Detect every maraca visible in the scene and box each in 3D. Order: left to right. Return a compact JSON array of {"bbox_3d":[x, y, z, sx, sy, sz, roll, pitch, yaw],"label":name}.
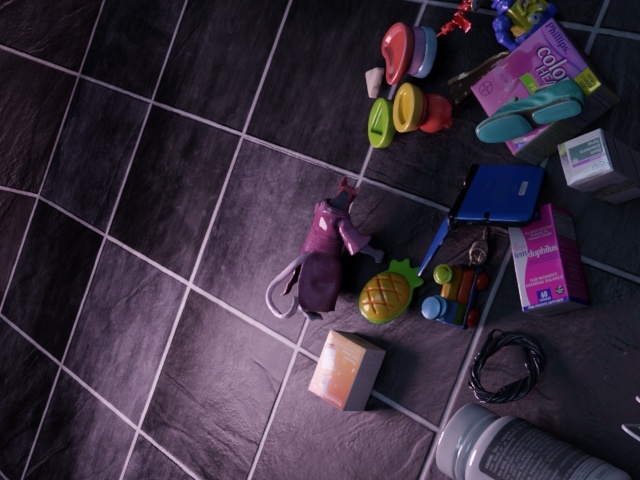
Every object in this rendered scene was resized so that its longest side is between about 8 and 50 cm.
[{"bbox_3d":[0.176,0.126,2.084,0.127,0.099,0.185,38,80,28],"label":"maraca"}]

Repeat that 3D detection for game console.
[{"bbox_3d":[0.364,-0.042,1.876,0.250,0.293,0.173,3,119,20],"label":"game console"}]

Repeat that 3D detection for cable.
[{"bbox_3d":[0.412,0.291,1.859,0.151,0.047,0.184,23,70,28],"label":"cable"}]

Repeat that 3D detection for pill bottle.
[{"bbox_3d":[0.431,0.488,1.719,0.361,0.204,0.204,24,96,40],"label":"pill bottle"}]

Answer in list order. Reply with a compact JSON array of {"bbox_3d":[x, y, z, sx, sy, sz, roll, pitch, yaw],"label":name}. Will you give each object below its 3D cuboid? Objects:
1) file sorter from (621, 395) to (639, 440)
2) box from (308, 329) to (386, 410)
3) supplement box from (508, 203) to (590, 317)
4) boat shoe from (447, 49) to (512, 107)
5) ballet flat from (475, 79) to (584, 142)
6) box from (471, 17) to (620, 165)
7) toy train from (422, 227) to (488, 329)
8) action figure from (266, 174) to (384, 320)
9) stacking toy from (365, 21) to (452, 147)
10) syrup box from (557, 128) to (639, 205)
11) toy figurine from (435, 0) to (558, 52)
[{"bbox_3d":[0.719,0.286,1.545,0.193,0.173,0.277,34,103,39],"label":"file sorter"},{"bbox_3d":[0.068,0.332,2.130,0.130,0.091,0.170,23,96,40],"label":"box"},{"bbox_3d":[0.496,0.045,1.822,0.111,0.114,0.220,-20,67,37],"label":"supplement box"},{"bbox_3d":[0.404,-0.390,2.021,0.207,0.073,0.073,-26,69,41],"label":"boat shoe"},{"bbox_3d":[0.455,-0.283,1.806,0.247,0.083,0.087,-17,46,36],"label":"ballet flat"},{"bbox_3d":[0.506,-0.333,1.891,0.243,0.117,0.213,-40,58,26],"label":"box"},{"bbox_3d":[0.317,0.078,1.942,0.105,0.143,0.248,14,90,40],"label":"toy train"},{"bbox_3d":[0.000,0.000,2.156,0.248,0.276,0.370,38,119,44],"label":"action figure"},{"bbox_3d":[0.231,-0.385,2.158,0.279,0.130,0.309,136,135,-63],"label":"stacking toy"},{"bbox_3d":[0.585,-0.146,1.705,0.093,0.237,0.096,-22,67,36],"label":"syrup box"},{"bbox_3d":[0.471,-0.554,1.971,0.362,0.217,0.191,-51,8,-19],"label":"toy figurine"}]
